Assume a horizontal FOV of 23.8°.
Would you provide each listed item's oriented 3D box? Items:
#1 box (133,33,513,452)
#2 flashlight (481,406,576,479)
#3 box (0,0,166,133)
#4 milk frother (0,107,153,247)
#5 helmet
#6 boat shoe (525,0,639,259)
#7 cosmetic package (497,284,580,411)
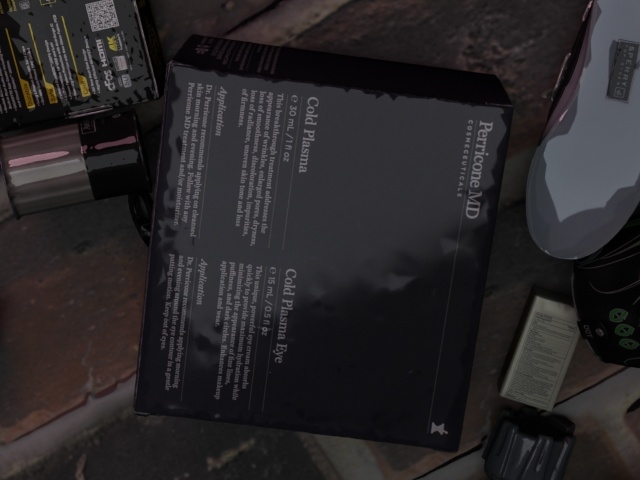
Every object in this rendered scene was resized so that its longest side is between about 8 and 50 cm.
[{"bbox_3d":[0.000,0.000,1.460,0.312,0.179,0.343,8,106,0],"label":"box"},{"bbox_3d":[0.170,0.323,1.581,0.103,0.103,0.304,17,106,1],"label":"flashlight"},{"bbox_3d":[-0.307,-0.267,1.457,0.257,0.079,0.322,-12,104,8],"label":"box"},{"bbox_3d":[-0.230,-0.047,1.483,0.134,0.129,0.143,-12,97,-4],"label":"milk frother"},{"bbox_3d":[0.340,0.045,1.472,0.161,0.169,0.169,-15,105,29],"label":"helmet"},{"bbox_3d":[0.267,-0.135,1.452,0.113,0.105,0.306,10,99,4],"label":"boat shoe"},{"bbox_3d":[0.226,0.110,1.551,0.060,0.041,0.115,19,105,-2],"label":"cosmetic package"}]
